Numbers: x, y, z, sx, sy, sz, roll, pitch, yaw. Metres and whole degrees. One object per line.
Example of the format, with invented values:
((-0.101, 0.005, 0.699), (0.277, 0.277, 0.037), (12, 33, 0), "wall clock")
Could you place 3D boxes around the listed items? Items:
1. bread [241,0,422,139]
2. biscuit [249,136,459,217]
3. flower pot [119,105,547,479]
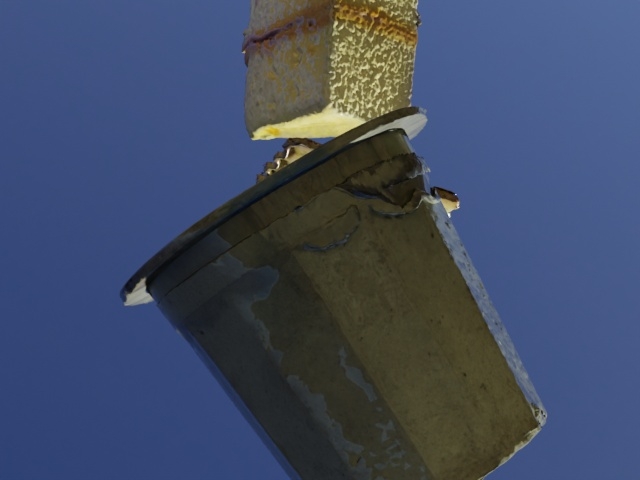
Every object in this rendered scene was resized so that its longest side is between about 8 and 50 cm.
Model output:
((0.006, -0.226, 1.601), (0.135, 0.178, 0.240), (18, -111, -39), "bread")
((0.000, 0.001, 1.016), (0.144, 0.203, 0.016), (18, -127, -16), "biscuit")
((0.025, 0.056, 0.827), (0.202, 0.212, 0.212), (56, -145, 2), "flower pot")
